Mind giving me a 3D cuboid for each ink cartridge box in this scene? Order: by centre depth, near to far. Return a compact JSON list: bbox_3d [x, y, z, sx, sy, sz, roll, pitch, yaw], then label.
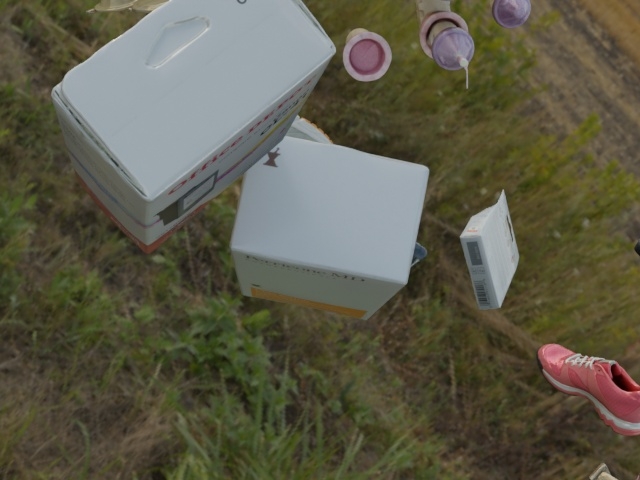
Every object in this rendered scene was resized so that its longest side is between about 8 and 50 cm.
[{"bbox_3d":[-0.131,-0.120,0.866,0.226,0.306,0.131,-41,92,-14],"label":"ink cartridge box"},{"bbox_3d":[0.296,0.012,1.499,0.179,0.045,0.145,-54,131,-54],"label":"ink cartridge box"}]

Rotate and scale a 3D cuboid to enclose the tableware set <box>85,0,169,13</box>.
[{"bbox_3d":[-0.171,-0.272,0.950,0.168,0.020,0.141,19,40,39],"label":"tableware set"}]

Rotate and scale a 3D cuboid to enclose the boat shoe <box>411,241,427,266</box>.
[{"bbox_3d":[0.148,0.078,1.982,0.079,0.254,0.095,32,36,-10],"label":"boat shoe"}]

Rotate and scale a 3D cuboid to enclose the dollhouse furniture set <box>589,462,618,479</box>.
[{"bbox_3d":[0.661,0.433,1.635,0.161,0.242,0.212,28,-24,54],"label":"dollhouse furniture set"}]

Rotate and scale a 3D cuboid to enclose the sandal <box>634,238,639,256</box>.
[{"bbox_3d":[0.625,0.054,1.463,0.254,0.054,0.097,16,28,-32],"label":"sandal"}]

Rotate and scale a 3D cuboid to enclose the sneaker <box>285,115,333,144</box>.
[{"bbox_3d":[-0.104,-0.172,1.408,0.262,0.121,0.099,27,3,-9],"label":"sneaker"}]

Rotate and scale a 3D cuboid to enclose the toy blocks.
[{"bbox_3d":[0.160,-0.364,1.093,0.260,0.308,0.289,-97,175,-67],"label":"toy blocks"}]

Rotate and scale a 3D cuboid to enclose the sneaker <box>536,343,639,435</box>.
[{"bbox_3d":[0.653,0.316,2.041,0.115,0.136,0.314,-22,42,-33],"label":"sneaker"}]

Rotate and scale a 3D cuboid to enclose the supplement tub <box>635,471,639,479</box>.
[{"bbox_3d":[0.377,0.303,0.909,0.106,0.198,0.106,-3,36,2],"label":"supplement tub"}]

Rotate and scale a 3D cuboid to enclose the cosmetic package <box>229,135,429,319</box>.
[{"bbox_3d":[0.000,0.000,1.271,0.230,0.453,0.162,12,78,0],"label":"cosmetic package"}]
